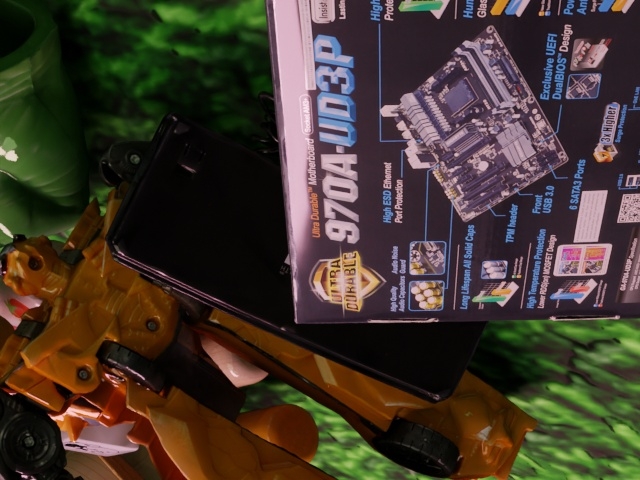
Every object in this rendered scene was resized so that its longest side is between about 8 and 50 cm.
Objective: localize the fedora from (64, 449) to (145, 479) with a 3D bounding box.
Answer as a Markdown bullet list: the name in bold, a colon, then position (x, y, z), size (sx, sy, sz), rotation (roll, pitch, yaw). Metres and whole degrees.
- **fedora**: position (-0.151, 0.200, 0.715), size (0.194, 0.079, 0.194), rotation (32, 143, 29)

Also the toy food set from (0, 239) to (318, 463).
- **toy food set**: position (-0.120, 0.072, 0.657), size (0.232, 0.111, 0.104), rotation (17, 156, -34)

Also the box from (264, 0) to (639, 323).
- **box**: position (0.071, -0.053, 0.426), size (0.175, 0.051, 0.220), rotation (-2, 138, 3)

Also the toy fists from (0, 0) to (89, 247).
- **toy fists**: position (-0.249, -0.071, 0.591), size (0.279, 0.096, 0.142), rotation (15, 141, 12)

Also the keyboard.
- **keyboard**: position (0.000, 0.000, 0.548), size (0.192, 0.100, 0.038), rotation (27, -178, -20)

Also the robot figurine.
- **robot figurine**: position (-0.036, 0.085, 0.572), size (0.291, 0.211, 0.085), rotation (34, 156, -16)

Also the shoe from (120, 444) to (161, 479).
- **shoe**: position (-0.187, 0.117, 0.807), size (0.219, 0.058, 0.076), rotation (36, 160, -6)
